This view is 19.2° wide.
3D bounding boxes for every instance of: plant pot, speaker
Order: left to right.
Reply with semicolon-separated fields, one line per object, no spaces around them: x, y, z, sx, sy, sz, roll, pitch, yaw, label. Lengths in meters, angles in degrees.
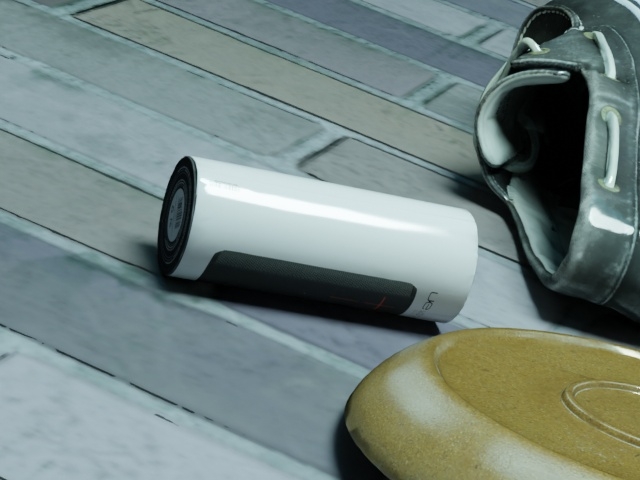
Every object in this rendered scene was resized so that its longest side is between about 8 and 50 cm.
0.000;0.000;0.842;0.136;0.055;0.055;11;22;-20;speaker
0.127;0.081;0.730;0.236;0.032;0.236;14;14;-3;plant pot

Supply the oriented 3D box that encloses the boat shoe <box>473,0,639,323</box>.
0.144;-0.065;1.031;0.119;0.121;0.335;17;22;-16;boat shoe
